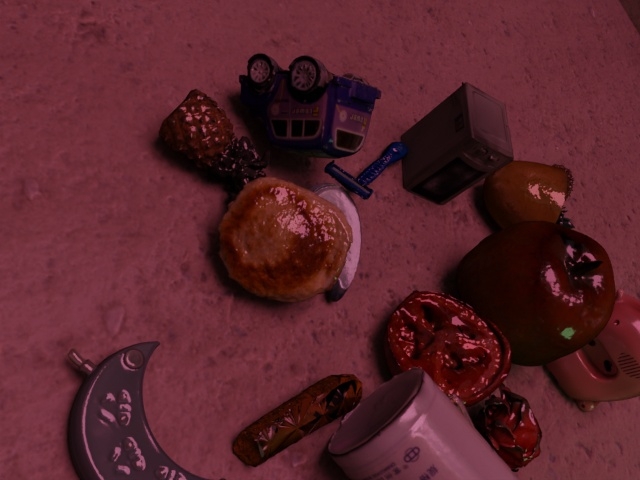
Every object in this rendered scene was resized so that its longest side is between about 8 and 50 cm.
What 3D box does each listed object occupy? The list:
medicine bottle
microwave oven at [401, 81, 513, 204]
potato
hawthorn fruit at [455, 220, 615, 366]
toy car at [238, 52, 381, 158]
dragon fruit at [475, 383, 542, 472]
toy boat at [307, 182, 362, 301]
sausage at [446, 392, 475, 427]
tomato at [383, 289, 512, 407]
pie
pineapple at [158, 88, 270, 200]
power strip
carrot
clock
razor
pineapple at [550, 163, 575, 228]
[{"bbox_3d":[0.186,0.372,1.070,0.332,0.190,0.190,49,45,-4],"label":"medicine bottle"},{"bbox_3d":[0.277,-0.189,1.468,0.129,0.205,0.163,22,54,-28],"label":"microwave oven"},{"bbox_3d":[0.433,-0.102,1.586,0.158,0.178,0.203,26,74,-5],"label":"potato"},{"bbox_3d":[0.416,0.091,1.347,0.268,0.301,0.267,15,63,-31],"label":"hawthorn fruit"},{"bbox_3d":[-0.028,-0.227,1.253,0.172,0.235,0.158,1,99,-58],"label":"toy car"},{"bbox_3d":[0.324,0.330,1.260,0.121,0.130,0.142,-10,114,-24],"label":"dragon fruit"},{"bbox_3d":[0.000,0.000,1.237,0.134,0.079,0.207,14,67,-23],"label":"toy boat"},{"bbox_3d":[0.250,0.338,1.181,0.269,0.033,0.033,63,38,-31],"label":"sausage"},{"bbox_3d":[0.208,0.199,1.256,0.228,0.101,0.228,9,52,-12],"label":"tomato"},{"bbox_3d":[-0.056,0.003,1.111,0.205,0.084,0.179,28,94,-12],"label":"pie"},{"bbox_3d":[-0.149,-0.127,1.164,0.237,0.119,0.111,43,1,-16],"label":"pineapple"},{"bbox_3d":[-0.233,0.238,0.908,0.167,0.054,0.253,-25,83,-45],"label":"power strip"},{"bbox_3d":[-0.026,0.257,1.058,0.229,0.069,0.069,-21,79,-43],"label":"carrot"},{"bbox_3d":[0.577,0.217,1.448,0.142,0.241,0.227,-32,88,-42],"label":"clock"},{"bbox_3d":[0.099,-0.137,1.379,0.093,0.056,0.324,36,29,9],"label":"razor"},{"bbox_3d":[0.567,-0.105,1.738,0.103,0.083,0.221,42,47,-16],"label":"pineapple"}]
